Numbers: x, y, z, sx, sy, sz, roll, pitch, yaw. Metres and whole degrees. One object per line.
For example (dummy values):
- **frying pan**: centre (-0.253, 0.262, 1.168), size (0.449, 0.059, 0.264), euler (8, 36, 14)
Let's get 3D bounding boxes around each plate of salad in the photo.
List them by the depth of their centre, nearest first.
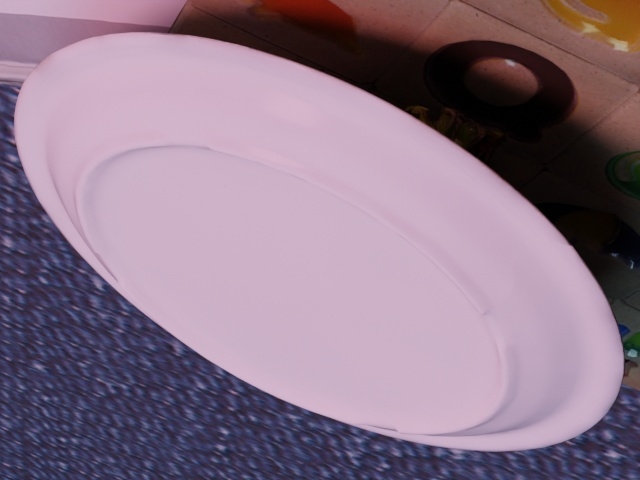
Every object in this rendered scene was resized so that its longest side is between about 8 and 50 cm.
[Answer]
- **plate of salad**: centre (0.000, 0.000, 0.550), size (0.200, 0.048, 0.200), euler (22, 151, 13)

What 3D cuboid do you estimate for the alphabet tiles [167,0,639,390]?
- **alphabet tiles**: centre (0.111, -0.032, 0.481), size (0.285, 0.011, 0.342), euler (23, 154, -12)

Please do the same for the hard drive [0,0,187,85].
- **hard drive**: centre (-0.069, -0.129, 0.515), size (0.339, 0.064, 0.237), euler (8, 149, 26)
